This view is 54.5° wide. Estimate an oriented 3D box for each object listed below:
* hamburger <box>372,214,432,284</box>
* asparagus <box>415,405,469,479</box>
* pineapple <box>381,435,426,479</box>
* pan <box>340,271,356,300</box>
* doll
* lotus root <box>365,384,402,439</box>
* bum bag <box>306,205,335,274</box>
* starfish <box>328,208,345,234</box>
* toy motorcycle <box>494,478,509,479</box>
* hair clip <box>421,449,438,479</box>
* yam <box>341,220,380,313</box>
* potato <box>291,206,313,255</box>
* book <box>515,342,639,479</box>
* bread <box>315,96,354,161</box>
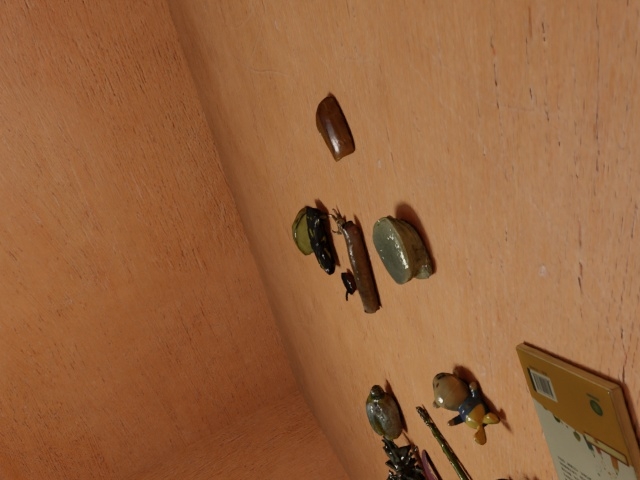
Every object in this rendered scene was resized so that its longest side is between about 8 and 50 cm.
[{"bbox_3d":[0.154,0.017,1.189,0.140,0.062,0.133,68,163,2],"label":"hamburger"},{"bbox_3d":[0.306,0.511,1.530,0.025,0.024,0.249,91,154,-47],"label":"asparagus"},{"bbox_3d":[0.257,0.743,1.833,0.169,0.169,0.341,93,169,-62],"label":"pineapple"},{"bbox_3d":[0.081,0.132,1.749,0.068,0.023,0.115,56,161,34],"label":"pan"},{"bbox_3d":[0.270,0.312,1.205,0.088,0.102,0.179,29,-175,-28],"label":"doll"},{"bbox_3d":[0.188,0.511,1.859,0.113,0.088,0.192,16,130,53],"label":"lotus root"},{"bbox_3d":[0.000,0.000,1.766,0.107,0.060,0.233,-116,12,-51],"label":"bum bag"},{"bbox_3d":[0.044,-0.043,1.589,0.091,0.028,0.078,-127,24,-52],"label":"starfish"},{"bbox_3d":[0.323,0.576,1.216,0.143,0.187,0.327,-121,14,-44],"label":"toy motorcycle"},{"bbox_3d":[0.316,0.657,1.748,0.137,0.022,0.054,60,162,24],"label":"hair clip"},{"bbox_3d":[0.099,0.068,1.525,0.046,0.046,0.264,45,156,57],"label":"yam"},{"bbox_3d":[-0.064,-0.044,1.896,0.120,0.081,0.149,45,156,52],"label":"potato"},{"bbox_3d":[0.381,0.303,0.882,0.296,0.020,0.208,69,166,-12],"label":"book"},{"bbox_3d":[0.022,-0.230,1.320,0.129,0.044,0.126,62,168,1],"label":"bread"}]
